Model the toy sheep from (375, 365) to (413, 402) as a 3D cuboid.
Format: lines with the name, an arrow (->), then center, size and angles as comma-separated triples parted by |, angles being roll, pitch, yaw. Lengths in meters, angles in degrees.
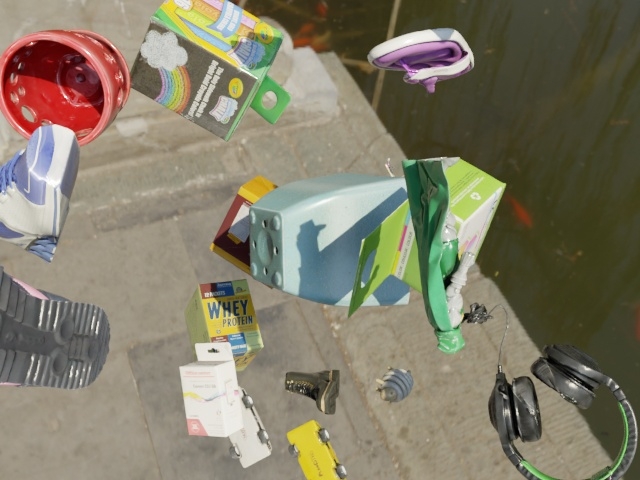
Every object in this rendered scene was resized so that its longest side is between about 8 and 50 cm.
toy sheep -> 0.200, 0.377, 1.767 | 0.091, 0.091, 0.132 | 33, 46, 19

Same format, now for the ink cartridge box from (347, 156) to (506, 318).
ink cartridge box -> 0.160, 0.018, 1.037 | 0.097, 0.188, 0.255 | 33, 51, 22

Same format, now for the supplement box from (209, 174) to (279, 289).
supplement box -> -0.137, -0.022, 1.685 | 0.191, 0.194, 0.129 | 32, 25, 4

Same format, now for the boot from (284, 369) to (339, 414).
boot -> -0.029, 0.356, 1.578 | 0.137, 0.198, 0.076 | 1, 93, 7

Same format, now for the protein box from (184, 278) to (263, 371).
protein box -> -0.265, 0.238, 1.806 | 0.136, 0.201, 0.199 | -5, 65, -26

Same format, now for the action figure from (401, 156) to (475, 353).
action figure -> 0.142, 0.020, 0.781 | 0.064, 0.232, 0.137 | -6, 9, -3

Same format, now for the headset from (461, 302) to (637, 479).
headset -> 0.410, 0.284, 1.258 | 0.243, 0.185, 0.394 | -38, 69, 12

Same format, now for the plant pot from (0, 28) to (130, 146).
plant pot -> -0.428, -0.265, 1.152 | 0.191, 0.191, 0.174 | 5, 20, -1

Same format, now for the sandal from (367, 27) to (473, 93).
sandal -> 0.250, -0.377, 1.459 | 0.416, 0.169, 0.102 | -15, 87, -57

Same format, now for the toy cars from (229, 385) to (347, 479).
toy cars -> -0.095, 0.501, 1.668 | 0.394, 0.087, 0.176 | 20, 87, 17

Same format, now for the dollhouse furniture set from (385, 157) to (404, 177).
dollhouse furniture set -> 0.175, -0.164, 1.667 | 0.081, 0.091, 0.114 | 60, 20, -6

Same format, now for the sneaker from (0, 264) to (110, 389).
sneaker -> -0.317, 0.068, 0.576 | 0.131, 0.319, 0.112 | 5, 69, 16

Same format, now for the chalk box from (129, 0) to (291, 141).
chalk box -> -0.193, -0.336, 1.309 | 0.289, 0.180, 0.179 | 28, 47, -13

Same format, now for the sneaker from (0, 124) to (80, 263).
sneaker -> -0.481, -0.065, 1.025 | 0.182, 0.315, 0.127 | 15, 61, -20

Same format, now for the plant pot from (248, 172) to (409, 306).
plant pot -> 0.000, 0.000, 1.311 | 0.252, 0.247, 0.247 | -6, 10, -29

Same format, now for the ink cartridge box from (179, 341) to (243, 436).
ink cartridge box -> -0.249, 0.334, 1.512 | 0.115, 0.198, 0.067 | -8, 0, 32
